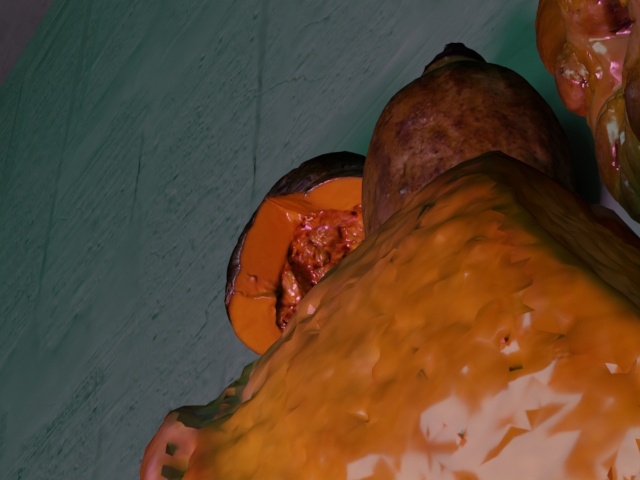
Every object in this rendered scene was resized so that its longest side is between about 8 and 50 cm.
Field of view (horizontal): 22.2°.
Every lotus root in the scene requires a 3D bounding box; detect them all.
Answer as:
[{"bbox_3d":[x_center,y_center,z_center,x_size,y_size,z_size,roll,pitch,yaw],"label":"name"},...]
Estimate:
[{"bbox_3d":[0.097,-0.033,1.073,0.145,0.128,0.260,-35,41,31],"label":"lotus root"}]

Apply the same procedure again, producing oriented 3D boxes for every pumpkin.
[{"bbox_3d":[0.000,0.000,1.283,0.183,0.119,0.108,-50,28,24],"label":"pumpkin"}]

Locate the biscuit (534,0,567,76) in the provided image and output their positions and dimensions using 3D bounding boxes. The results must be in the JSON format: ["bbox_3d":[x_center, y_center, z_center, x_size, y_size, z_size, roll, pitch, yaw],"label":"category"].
[{"bbox_3d":[0.217,-0.185,1.027,0.220,0.066,0.220,-51,24,33],"label":"biscuit"}]

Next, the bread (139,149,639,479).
[{"bbox_3d":[0.115,0.142,0.570,0.215,0.398,0.398,-49,25,11],"label":"bread"}]

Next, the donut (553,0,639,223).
[{"bbox_3d":[0.186,-0.112,0.828,0.226,0.113,0.227,169,90,-87],"label":"donut"}]
